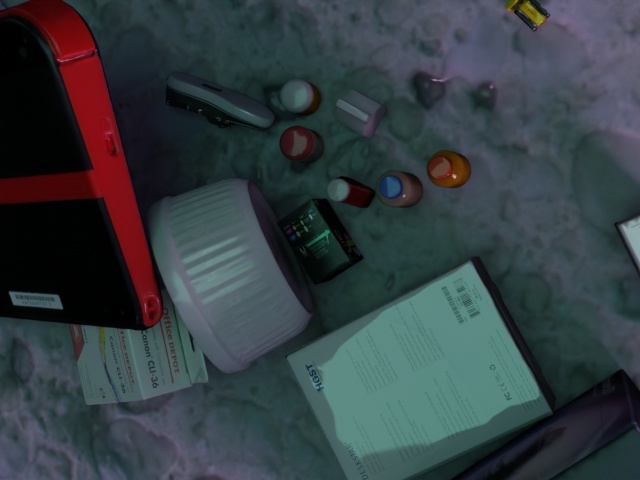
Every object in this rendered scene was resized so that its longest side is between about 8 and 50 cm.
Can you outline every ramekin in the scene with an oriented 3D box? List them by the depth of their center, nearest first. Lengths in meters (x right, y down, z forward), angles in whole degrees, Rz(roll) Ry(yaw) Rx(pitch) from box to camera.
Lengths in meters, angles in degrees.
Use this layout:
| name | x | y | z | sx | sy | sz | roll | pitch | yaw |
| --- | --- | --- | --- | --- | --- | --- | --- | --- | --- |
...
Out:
| name | x | y | z | sx | sy | sz | roll | pitch | yaw |
| --- | --- | --- | --- | --- | --- | --- | --- | --- | --- |
| ramekin | -0.090 | 0.031 | 1.019 | 0.109 | 0.207 | 0.207 | -25 | 85 | 6 |

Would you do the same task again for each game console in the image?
| name | x | y | z | sx | sy | sz | roll | pitch | yaw |
| --- | --- | --- | --- | --- | --- | --- | --- | --- | --- |
| game console | -0.337 | -0.071 | 1.033 | 0.386 | 0.060 | 0.342 | 0 | 112 | 42 |

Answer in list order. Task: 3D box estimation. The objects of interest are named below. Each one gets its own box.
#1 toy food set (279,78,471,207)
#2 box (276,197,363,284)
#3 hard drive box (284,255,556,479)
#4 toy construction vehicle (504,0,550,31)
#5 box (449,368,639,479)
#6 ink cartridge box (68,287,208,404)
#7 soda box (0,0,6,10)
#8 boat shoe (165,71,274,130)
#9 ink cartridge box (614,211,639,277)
| name | x | y | z | sx | sy | sz | roll | pitch | yaw |
| --- | --- | --- | --- | --- | --- | --- | --- | --- | --- |
| toy food set | 0.039 | -0.098 | 1.024 | 0.232 | 0.104 | 0.111 | 32 | 100 | 13 |
| box | 0.000 | 0.000 | 1.060 | 0.052 | 0.062 | 0.083 | -34 | 82 | 15 |
| hard drive box | 0.108 | 0.149 | 1.020 | 0.232 | 0.089 | 0.181 | -28 | 84 | 14 |
| toy construction vehicle | 0.225 | -0.286 | 1.008 | 0.098 | 0.035 | 0.086 | 46 | 113 | 13 |
| box | 0.220 | 0.287 | 0.887 | 0.294 | 0.296 | 0.183 | -36 | 81 | 13 |
| ink cartridge box | -0.211 | 0.121 | 1.070 | 0.198 | 0.067 | 0.115 | -17 | 86 | 51 |
| soda box | -0.386 | -0.183 | 1.147 | 0.091 | 0.098 | 0.286 | -38 | 81 | 16 |
| boat shoe | -0.119 | -0.155 | 1.102 | 0.142 | 0.049 | 0.040 | 25 | 117 | 15 |
| ink cartridge box | 0.351 | 0.033 | 0.943 | 0.056 | 0.099 | 0.135 | -25 | 86 | 14 |
